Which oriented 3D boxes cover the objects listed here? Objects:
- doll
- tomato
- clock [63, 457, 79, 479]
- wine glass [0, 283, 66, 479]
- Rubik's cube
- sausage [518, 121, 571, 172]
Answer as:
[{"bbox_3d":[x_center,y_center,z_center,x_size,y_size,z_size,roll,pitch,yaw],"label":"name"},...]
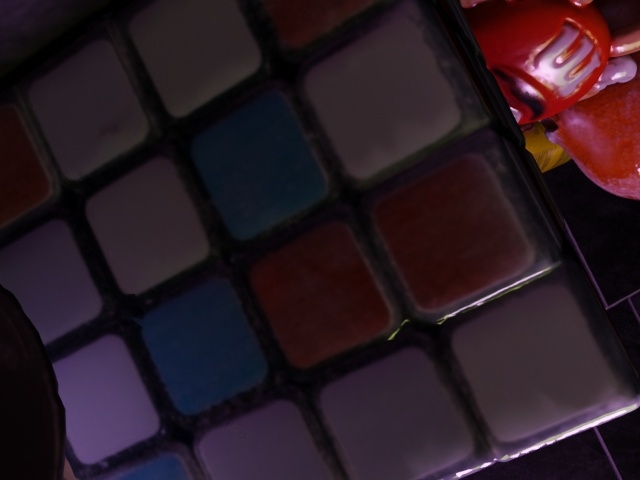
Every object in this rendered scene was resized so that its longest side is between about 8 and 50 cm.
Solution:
[{"bbox_3d":[0.160,-0.147,0.573,0.217,0.085,0.183,-18,143,27],"label":"doll"},{"bbox_3d":[0.301,-0.145,0.718,0.188,0.232,0.232,-46,166,28],"label":"tomato"},{"bbox_3d":[-0.245,0.162,0.702,0.309,0.284,0.114,-4,-149,41],"label":"clock"},{"bbox_3d":[-0.270,0.183,0.413,0.267,0.267,0.406,-23,159,-28],"label":"wine glass"},{"bbox_3d":[0.000,0.000,0.452,0.259,0.253,0.256,-26,176,18],"label":"Rubik's cube"},{"bbox_3d":[0.305,-0.155,1.197,0.347,0.123,0.123,-21,173,-46],"label":"sausage"}]
